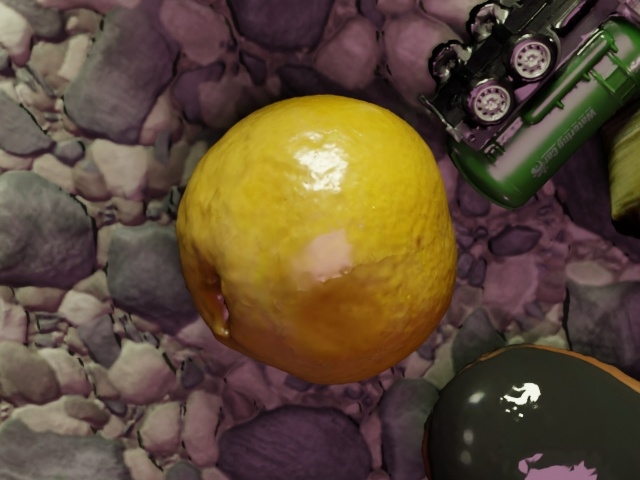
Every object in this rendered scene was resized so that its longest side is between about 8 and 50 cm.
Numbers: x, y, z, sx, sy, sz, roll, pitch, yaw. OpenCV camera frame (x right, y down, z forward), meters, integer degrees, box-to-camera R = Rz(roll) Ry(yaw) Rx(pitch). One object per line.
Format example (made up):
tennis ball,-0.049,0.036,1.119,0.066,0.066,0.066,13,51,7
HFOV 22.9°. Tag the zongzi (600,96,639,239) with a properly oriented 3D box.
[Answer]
zongzi,0.403,-0.068,1.195,0.300,0.138,0.286,29,131,-27

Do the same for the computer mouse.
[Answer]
computer mouse,0.234,0.203,1.261,0.323,0.116,0.183,27,85,-12

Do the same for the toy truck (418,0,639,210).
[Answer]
toy truck,0.182,-0.140,1.170,0.125,0.101,0.242,38,100,-25

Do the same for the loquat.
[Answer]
loquat,0.000,0.000,1.126,0.208,0.208,0.208,-4,109,-11
